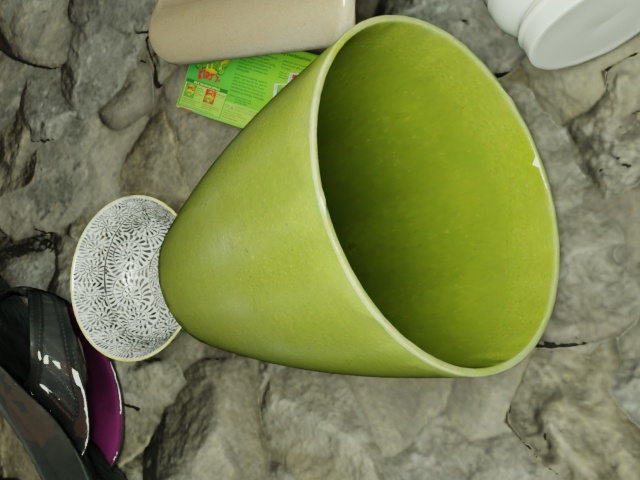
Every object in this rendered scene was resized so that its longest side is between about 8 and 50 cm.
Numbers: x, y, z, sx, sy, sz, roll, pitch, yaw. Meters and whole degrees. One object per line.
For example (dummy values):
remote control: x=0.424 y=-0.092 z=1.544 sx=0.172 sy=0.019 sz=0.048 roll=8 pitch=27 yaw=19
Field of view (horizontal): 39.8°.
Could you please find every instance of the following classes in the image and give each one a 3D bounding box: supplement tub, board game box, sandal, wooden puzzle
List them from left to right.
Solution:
sandal: x=-0.260 y=0.171 z=0.944 sx=0.107 sy=0.167 sz=0.446 roll=-36 pitch=74 yaw=-1
board game box: x=-0.056 y=-0.153 z=0.900 sx=0.181 sy=0.043 sz=0.092 roll=22 pitch=96 yaw=30
wooden puzzle: x=-0.013 y=-0.329 z=0.814 sx=0.322 sy=0.080 sz=0.348 roll=9 pitch=81 yaw=52
supplement tub: x=0.182 y=-0.254 z=0.709 sx=0.144 sy=0.144 sz=0.200 roll=-30 pitch=71 yaw=25

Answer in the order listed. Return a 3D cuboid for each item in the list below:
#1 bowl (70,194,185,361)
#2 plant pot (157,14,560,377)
bowl: x=-0.173 y=0.041 z=0.929 sx=0.170 sy=0.080 sz=0.170 roll=-3 pitch=84 yaw=31
plant pot: x=0.000 y=0.000 z=0.750 sx=0.293 sy=0.274 sz=0.275 roll=-21 pitch=74 yaw=45
